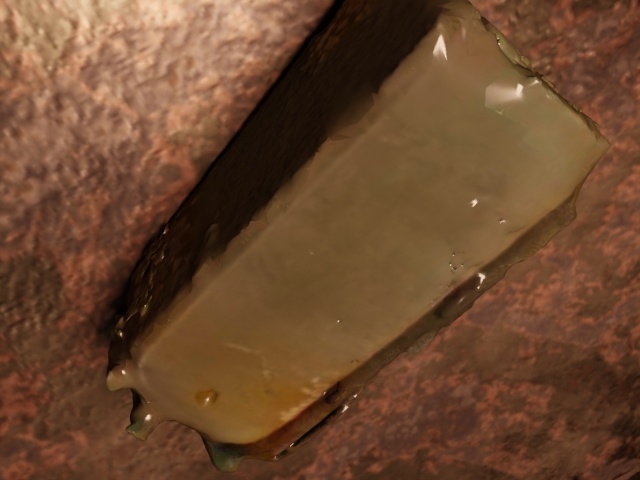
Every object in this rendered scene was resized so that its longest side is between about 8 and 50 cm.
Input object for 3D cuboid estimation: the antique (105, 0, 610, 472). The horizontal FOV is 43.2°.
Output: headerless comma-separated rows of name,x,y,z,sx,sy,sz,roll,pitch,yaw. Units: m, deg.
antique,0.000,0.000,0.438,0.125,0.150,0.284,35,108,-24
